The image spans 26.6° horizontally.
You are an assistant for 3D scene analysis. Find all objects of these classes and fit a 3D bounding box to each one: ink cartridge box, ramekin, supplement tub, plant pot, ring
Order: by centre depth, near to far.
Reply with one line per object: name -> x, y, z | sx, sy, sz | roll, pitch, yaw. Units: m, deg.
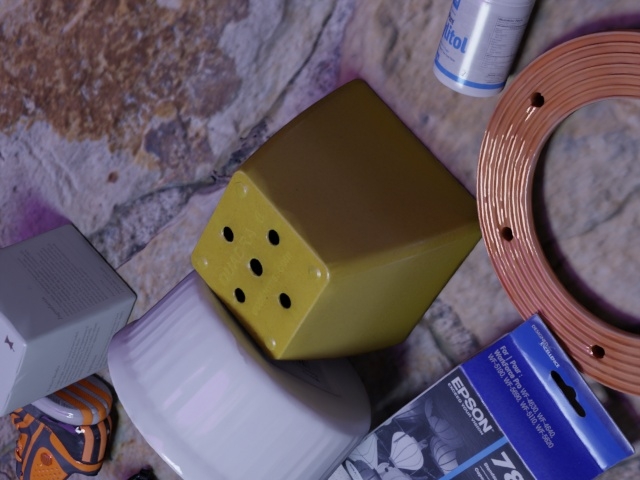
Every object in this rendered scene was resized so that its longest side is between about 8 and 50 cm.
ring -> 0.281, -0.020, 1.184 | 0.336, 0.032, 0.337 | 20, 120, 39
supplement tub -> 0.147, -0.189, 1.213 | 0.071, 0.071, 0.107 | 36, 129, 28
plant pot -> 0.000, 0.000, 1.352 | 0.212, 0.187, 0.212 | 48, 134, 18
ink cartridge box -> 0.154, 0.218, 1.365 | 0.165, 0.065, 0.333 | 55, 140, 11
ramekin -> -0.075, 0.150, 1.423 | 0.135, 0.277, 0.277 | -46, 71, 14

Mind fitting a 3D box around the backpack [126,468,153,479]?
backpack -> -0.255, 0.409, 1.785 | 0.158, 0.173, 0.117 | 36, 129, 27

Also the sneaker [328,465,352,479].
sneaker -> 0.003, 0.286, 1.538 | 0.212, 0.094, 0.080 | 54, 137, 13

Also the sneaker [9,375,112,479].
sneaker -> -0.428, 0.241, 1.917 | 0.321, 0.124, 0.180 | 29, 124, 33

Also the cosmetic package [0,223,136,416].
cosmetic package -> -0.370, 0.101, 1.757 | 0.151, 0.183, 0.151 | 45, 132, 21
